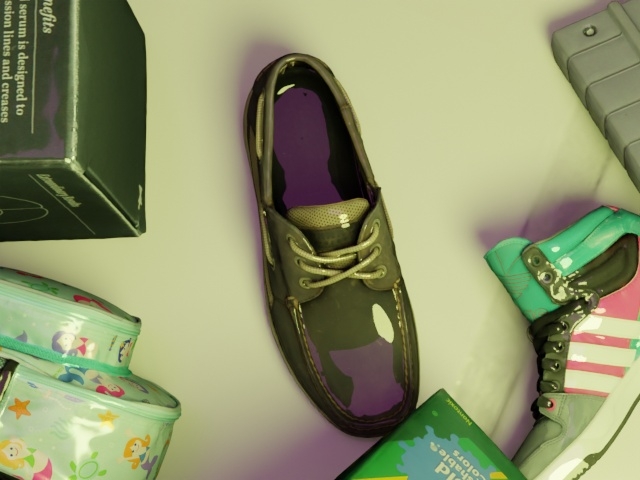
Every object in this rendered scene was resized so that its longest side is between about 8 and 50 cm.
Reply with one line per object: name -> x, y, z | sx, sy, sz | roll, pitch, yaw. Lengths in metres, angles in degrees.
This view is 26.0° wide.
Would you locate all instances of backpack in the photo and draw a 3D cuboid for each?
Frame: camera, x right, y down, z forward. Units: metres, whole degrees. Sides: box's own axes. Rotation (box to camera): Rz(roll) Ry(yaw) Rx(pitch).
backpack -> -0.241, 0.128, 1.159 | 0.253, 0.225, 0.191 | 25, 86, 3

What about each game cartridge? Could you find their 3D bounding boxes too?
game cartridge -> 0.416, -0.167, 1.233 | 0.355, 0.068, 0.230 | -24, 53, -2

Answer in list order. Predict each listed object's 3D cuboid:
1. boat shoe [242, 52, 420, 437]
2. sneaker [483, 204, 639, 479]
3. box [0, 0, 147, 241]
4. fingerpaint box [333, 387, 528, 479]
boat shoe -> 0.000, 0.000, 1.218 | 0.132, 0.130, 0.355 | -17, 78, -1
sneaker -> 0.200, 0.082, 1.193 | 0.178, 0.124, 0.295 | 39, 75, 4
box -> -0.366, -0.123, 1.178 | 0.395, 0.293, 0.212 | -1, 79, 2
fingerpaint box -> 0.121, 0.377, 0.995 | 0.445, 0.371, 0.163 | 47, 125, 7
